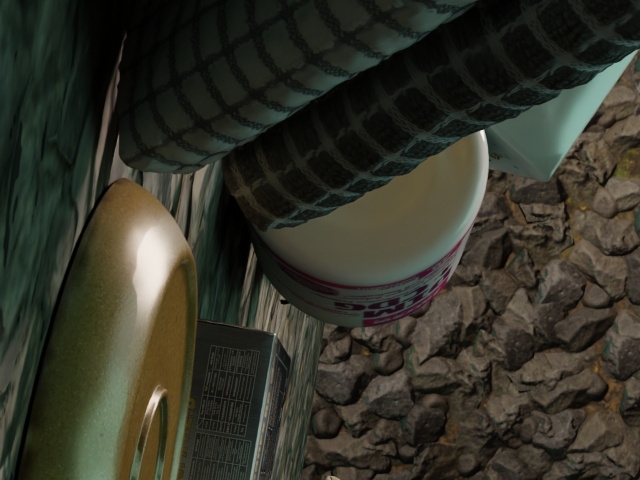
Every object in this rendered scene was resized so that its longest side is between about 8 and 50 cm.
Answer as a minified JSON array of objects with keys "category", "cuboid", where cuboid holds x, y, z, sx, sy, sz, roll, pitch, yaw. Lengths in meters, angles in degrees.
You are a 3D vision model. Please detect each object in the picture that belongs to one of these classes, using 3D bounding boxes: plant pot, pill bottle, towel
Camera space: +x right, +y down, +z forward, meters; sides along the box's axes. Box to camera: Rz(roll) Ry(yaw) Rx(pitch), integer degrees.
[{"category":"plant pot","cuboid":[-0.082,0.094,0.667,0.236,0.032,0.236,9,90,-87]},{"category":"pill bottle","cuboid":[0.027,-0.026,1.165,0.283,0.160,0.160,85,15,-79]},{"category":"towel","cuboid":[0.043,-0.166,0.596,0.235,0.121,0.284,-28,-133,53]}]

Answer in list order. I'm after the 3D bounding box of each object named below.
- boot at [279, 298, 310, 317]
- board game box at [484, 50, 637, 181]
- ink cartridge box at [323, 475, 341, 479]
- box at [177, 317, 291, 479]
[{"category":"boot","cuboid":[0.000,0.000,1.412,0.099,0.045,0.121,-42,146,-80]},{"category":"board game box","cuboid":[0.126,-0.177,1.266,0.224,0.097,0.303,-54,-155,-7]},{"category":"ink cartridge box","cuboid":[-0.024,0.340,1.371,0.193,0.088,0.235,-49,-163,32]},{"category":"box","cuboid":[-0.066,0.169,0.984,0.183,0.056,0.231,75,24,-82]}]
